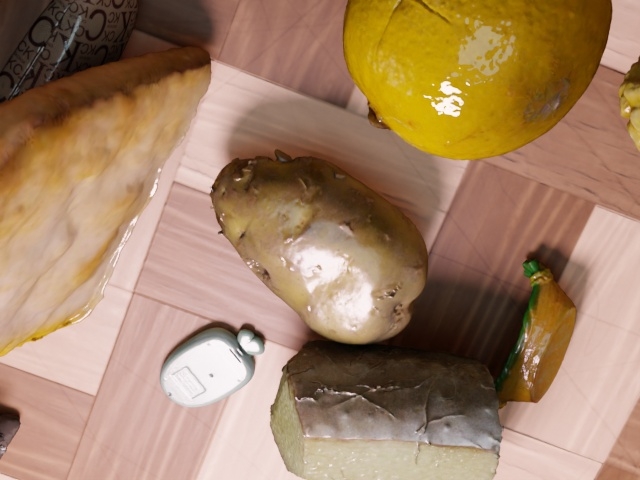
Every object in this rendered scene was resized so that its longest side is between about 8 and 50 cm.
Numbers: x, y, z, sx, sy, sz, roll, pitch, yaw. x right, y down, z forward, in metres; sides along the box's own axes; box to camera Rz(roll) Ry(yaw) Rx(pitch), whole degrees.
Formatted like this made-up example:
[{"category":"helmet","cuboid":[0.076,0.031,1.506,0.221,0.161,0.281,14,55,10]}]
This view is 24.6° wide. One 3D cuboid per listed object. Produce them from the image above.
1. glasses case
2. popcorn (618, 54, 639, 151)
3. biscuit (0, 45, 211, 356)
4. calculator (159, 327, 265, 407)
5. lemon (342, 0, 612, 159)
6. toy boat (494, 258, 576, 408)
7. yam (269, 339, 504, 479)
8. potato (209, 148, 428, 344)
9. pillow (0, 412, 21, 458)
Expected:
[{"category":"glasses case","cuboid":[-0.333,-0.157,1.725,0.085,0.137,0.355,38,104,14]},{"category":"popcorn","cuboid":[0.447,-0.170,1.668,0.189,0.169,0.218,34,93,-18]},{"category":"biscuit","cuboid":[-0.347,-0.014,1.684,0.104,0.446,0.429,41,125,16]},{"category":"calculator","cuboid":[-0.142,0.165,1.928,0.153,0.021,0.095,-31,108,19]},{"category":"lemon","cuboid":[0.172,-0.235,1.599,0.297,0.297,0.297,1,113,3]},{"category":"toy boat","cuboid":[0.258,0.135,1.866,0.088,0.089,0.229,31,116,31]},{"category":"yam","cuboid":[0.077,0.224,1.840,0.271,0.201,0.202,2,134,-10]},{"category":"potato","cuboid":[0.000,0.000,1.787,0.296,0.141,0.191,35,121,-7]},{"category":"pillow","cuboid":[-0.560,0.344,1.993,0.228,0.101,0.326,20,111,-2]}]
